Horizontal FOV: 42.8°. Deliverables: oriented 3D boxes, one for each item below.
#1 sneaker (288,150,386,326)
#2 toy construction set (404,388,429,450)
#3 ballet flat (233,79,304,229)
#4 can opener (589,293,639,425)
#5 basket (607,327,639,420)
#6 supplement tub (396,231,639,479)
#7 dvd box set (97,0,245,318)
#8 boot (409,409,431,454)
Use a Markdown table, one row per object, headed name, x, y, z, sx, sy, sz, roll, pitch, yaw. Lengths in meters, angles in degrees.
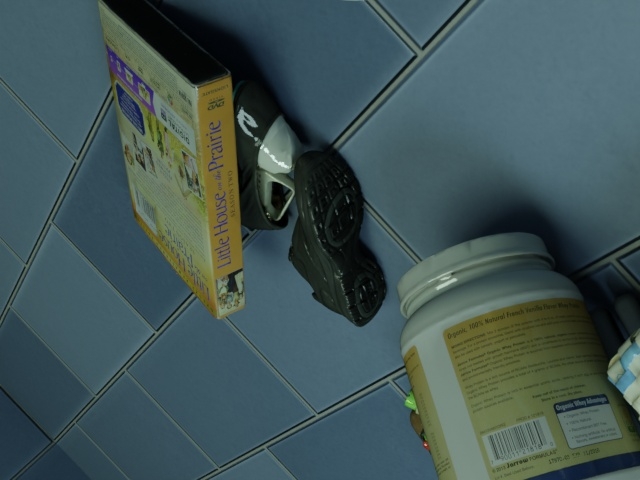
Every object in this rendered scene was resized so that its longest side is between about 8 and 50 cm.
| name | x | y | z | sx | sy | sz | roll | pitch | yaw |
| --- | --- | --- | --- | --- | --- | --- | --- | --- | --- |
| sneaker | 0.000 | 0.000 | 1.197 | 0.130 | 0.109 | 0.286 | 14 | 130 | 41 |
| toy construction set | 0.239 | 0.245 | 1.152 | 0.328 | 0.151 | 0.215 | 36 | 158 | 21 |
| ballet flat | -0.073 | -0.113 | 1.179 | 0.096 | 0.095 | 0.280 | 22 | 146 | 13 |
| can opener | 0.393 | 0.192 | 0.931 | 0.074 | 0.093 | 0.280 | -30 | 63 | 21 |
| basket | 0.465 | 0.159 | 0.812 | 0.289 | 0.255 | 0.201 | 43 | 139 | 32 |
| supplement tub | 0.224 | 0.172 | 0.955 | 0.228 | 0.228 | 0.316 | -48 | 50 | 51 |
| dvd box set | -0.219 | -0.124 | 1.233 | 0.307 | 0.062 | 0.420 | 44 | 146 | 39 |
| boot | 0.217 | 0.374 | 1.258 | 0.305 | 0.115 | 0.112 | 50 | 155 | 35 |
